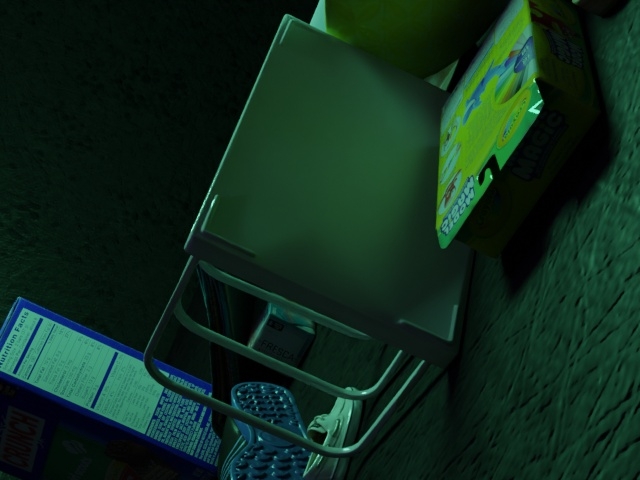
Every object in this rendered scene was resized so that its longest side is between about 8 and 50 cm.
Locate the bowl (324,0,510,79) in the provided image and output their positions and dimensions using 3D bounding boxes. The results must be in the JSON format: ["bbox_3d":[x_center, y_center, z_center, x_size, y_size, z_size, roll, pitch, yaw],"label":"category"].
[{"bbox_3d":[0.112,-0.267,1.055,0.289,0.156,0.289,8,-90,-79],"label":"bowl"}]

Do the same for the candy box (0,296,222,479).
[{"bbox_3d":[-0.294,0.239,1.571,0.268,0.317,0.122,-53,13,52],"label":"candy box"}]

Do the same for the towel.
[{"bbox_3d":[-0.094,0.037,1.524,0.370,0.040,0.271,-78,-13,-58],"label":"towel"}]

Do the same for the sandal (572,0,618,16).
[{"bbox_3d":[0.205,-0.274,0.872,0.240,0.079,0.088,-68,9,-27],"label":"sandal"}]

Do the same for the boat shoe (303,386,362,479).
[{"bbox_3d":[0.007,0.152,0.957,0.035,0.035,0.100,-55,12,46],"label":"boat shoe"}]

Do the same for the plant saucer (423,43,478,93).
[{"bbox_3d":[0.112,-0.131,1.190,0.168,0.029,0.168,-61,8,15],"label":"plant saucer"}]

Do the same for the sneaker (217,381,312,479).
[{"bbox_3d":[-0.044,0.206,1.012,0.232,0.081,0.090,-105,20,-70],"label":"sneaker"}]

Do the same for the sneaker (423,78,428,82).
[{"bbox_3d":[0.039,-0.106,1.347,0.268,0.101,0.153,-61,5,0],"label":"sneaker"}]

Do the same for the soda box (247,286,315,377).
[{"bbox_3d":[-0.043,0.084,1.391,0.063,0.058,0.183,-61,10,18],"label":"soda box"}]

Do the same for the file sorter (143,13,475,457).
[{"bbox_3d":[0.000,0.000,0.938,0.278,0.193,0.173,-73,10,-48],"label":"file sorter"}]

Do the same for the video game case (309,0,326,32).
[{"bbox_3d":[0.021,-0.171,1.122,0.173,0.022,0.190,84,-161,-48],"label":"video game case"}]

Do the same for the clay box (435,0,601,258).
[{"bbox_3d":[0.132,-0.083,0.838,0.127,0.053,0.222,-59,11,30],"label":"clay box"}]
